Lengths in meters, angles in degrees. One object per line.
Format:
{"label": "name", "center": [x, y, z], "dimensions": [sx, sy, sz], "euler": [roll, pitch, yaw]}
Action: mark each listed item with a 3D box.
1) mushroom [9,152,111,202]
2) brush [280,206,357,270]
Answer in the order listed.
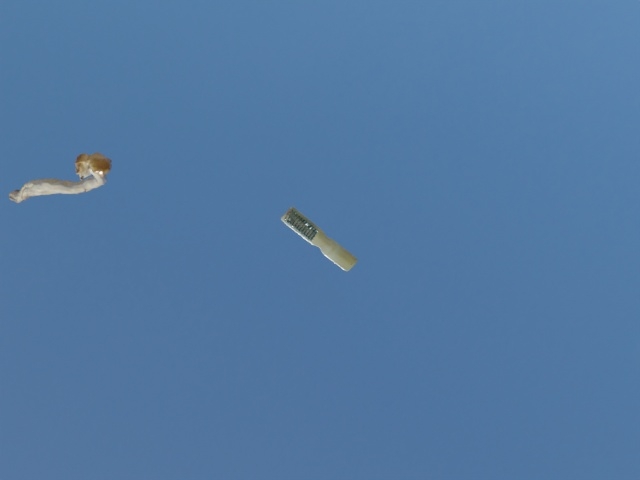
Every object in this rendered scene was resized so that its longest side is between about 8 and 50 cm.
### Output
{"label": "mushroom", "center": [-0.211, -0.043, 1.016], "dimensions": [0.026, 0.286, 0.028], "euler": [-34, -80, -22]}
{"label": "brush", "center": [0.000, 0.000, 1.163], "dimensions": [0.084, 0.013, 0.016], "euler": [39, -87, -18]}
